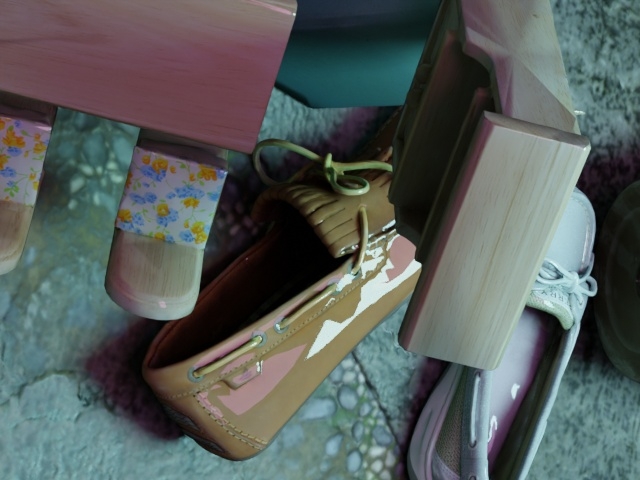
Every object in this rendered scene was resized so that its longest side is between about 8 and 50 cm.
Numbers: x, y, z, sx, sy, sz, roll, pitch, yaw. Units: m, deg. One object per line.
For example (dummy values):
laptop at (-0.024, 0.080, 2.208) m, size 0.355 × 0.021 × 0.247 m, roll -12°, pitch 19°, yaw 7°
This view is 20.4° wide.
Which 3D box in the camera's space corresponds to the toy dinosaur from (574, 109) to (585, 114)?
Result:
toy dinosaur at (0.157, -0.075, 1.615) m, size 0.183 × 0.053 × 0.092 m, roll -52°, pitch 135°, yaw -12°

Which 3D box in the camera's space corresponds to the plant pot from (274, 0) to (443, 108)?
plant pot at (0.050, -0.202, 1.395) m, size 0.165 × 0.234 × 0.165 m, roll 28°, pitch 77°, yaw -43°

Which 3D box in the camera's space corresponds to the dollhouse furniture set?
dollhouse furniture set at (-0.052, -0.096, 1.163) m, size 0.394 × 0.256 × 0.362 m, roll 14°, pitch 121°, yaw -8°

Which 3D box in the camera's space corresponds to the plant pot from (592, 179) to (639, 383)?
plant pot at (0.422, 0.046, 1.670) m, size 0.280 × 0.323 × 0.323 m, roll 2°, pitch 92°, yaw -19°

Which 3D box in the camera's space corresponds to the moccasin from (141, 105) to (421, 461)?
moccasin at (-0.002, -0.001, 1.458) m, size 0.380 × 0.139 × 0.147 m, roll -45°, pitch 125°, yaw -14°

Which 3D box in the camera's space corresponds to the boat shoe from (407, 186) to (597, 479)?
boat shoe at (0.182, 0.094, 1.600) m, size 0.118 × 0.103 × 0.320 m, roll 34°, pitch 74°, yaw -32°
